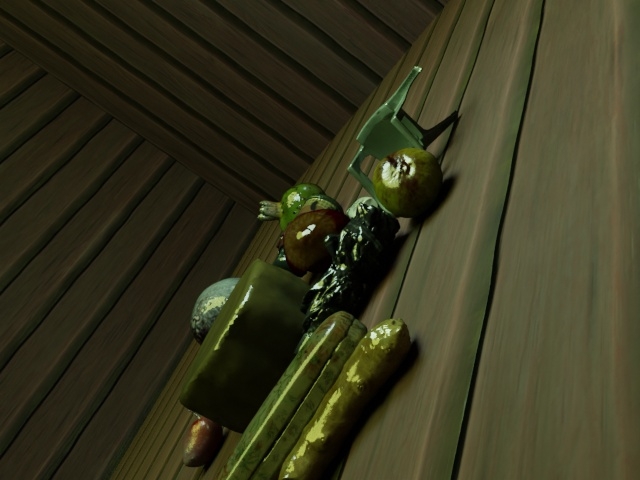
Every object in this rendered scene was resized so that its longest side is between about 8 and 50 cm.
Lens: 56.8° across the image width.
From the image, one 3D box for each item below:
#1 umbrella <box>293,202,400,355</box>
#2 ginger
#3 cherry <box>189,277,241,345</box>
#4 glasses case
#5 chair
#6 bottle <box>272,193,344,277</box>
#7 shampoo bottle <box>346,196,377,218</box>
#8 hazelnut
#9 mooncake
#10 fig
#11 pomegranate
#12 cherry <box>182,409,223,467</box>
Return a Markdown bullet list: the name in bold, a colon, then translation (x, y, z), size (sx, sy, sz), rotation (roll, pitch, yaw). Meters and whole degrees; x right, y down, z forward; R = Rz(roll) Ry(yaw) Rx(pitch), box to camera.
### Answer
- **umbrella**: translation (0.033, 0.083, 1.175), size (0.336, 0.128, 0.154), rotation (-59, 12, -2)
- **ginger**: translation (0.033, 0.234, 0.837), size (0.298, 0.065, 0.118), rotation (-54, -8, -8)
- **cherry**: translation (-0.301, 0.243, 1.939), size (0.296, 0.218, 0.255), rotation (-33, 17, 31)
- **glasses case**: translation (-0.061, 0.300, 0.937), size (0.425, 0.098, 0.156), rotation (-56, -5, -7)
- **chair**: translation (0.185, -0.215, 1.330), size (0.274, 0.190, 0.203), rotation (-53, 6, -37)
- **bottle**: translation (-0.034, -0.001, 1.718), size (0.156, 0.143, 0.271), rotation (6, 49, 33)
- **shampoo bottle**: translation (0.106, -0.081, 1.575), size (0.077, 0.045, 0.152), rotation (-56, 9, -2)
- **hazelnut**: translation (0.000, 0.003, 1.553), size (0.202, 0.160, 0.170), rotation (-15, 35, 7)
- **mooncake**: translation (-0.147, 0.238, 1.328), size (0.378, 0.201, 0.378), rotation (-57, 8, 13)
- **fig**: translation (0.168, -0.113, 1.160), size (0.153, 0.121, 0.135), rotation (9, 71, 63)
- **pomegranate**: translation (-0.082, -0.095, 1.963), size (0.202, 0.248, 0.202), rotation (-175, 90, -80)
- **cherry**: translation (-0.291, 0.490, 1.455), size (0.106, 0.087, 0.126), rotation (-21, 53, 61)
